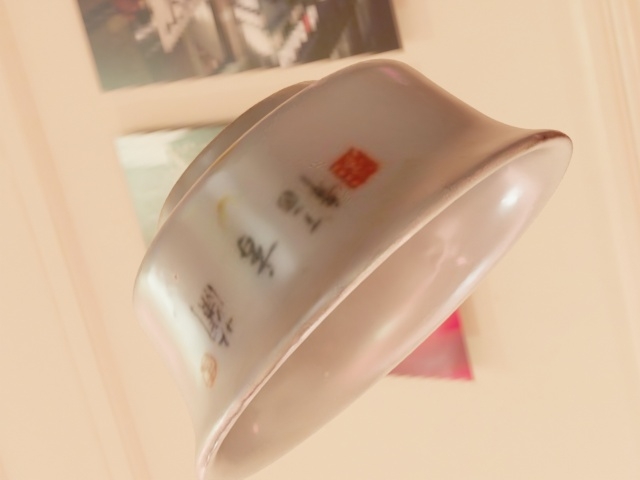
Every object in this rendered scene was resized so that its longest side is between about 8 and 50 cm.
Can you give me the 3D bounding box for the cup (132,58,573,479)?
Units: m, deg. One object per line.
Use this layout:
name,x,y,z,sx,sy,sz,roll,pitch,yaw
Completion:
cup,0.000,0.000,0.893,0.347,0.163,0.347,-39,164,-13
